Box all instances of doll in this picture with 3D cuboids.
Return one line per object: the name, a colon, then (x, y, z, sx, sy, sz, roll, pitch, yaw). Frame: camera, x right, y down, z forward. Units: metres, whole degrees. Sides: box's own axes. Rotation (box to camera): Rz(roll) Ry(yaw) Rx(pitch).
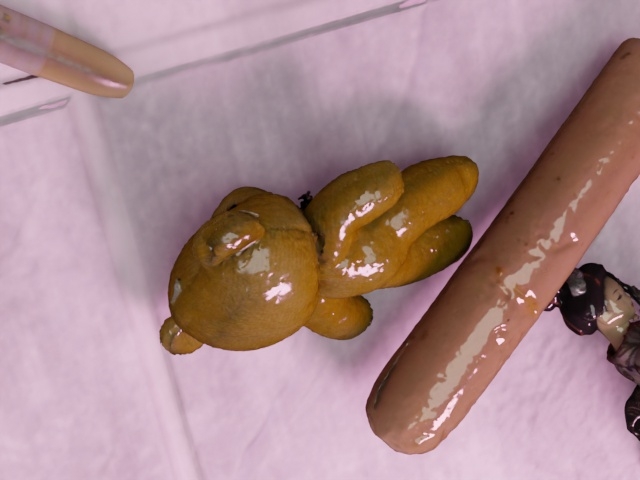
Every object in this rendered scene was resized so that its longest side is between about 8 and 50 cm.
doll: (0.000, 0.000, 0.855, 0.209, 0.097, 0.137, -16, 144, -30)

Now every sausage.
sausage: (0.129, 0.005, 0.885, 0.066, 0.066, 0.301, 36, 87, -25)

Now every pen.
pen: (-0.207, -0.129, 0.764, 0.233, 0.032, 0.040, 20, 76, -25)

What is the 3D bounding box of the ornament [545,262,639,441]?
ornament: (0.234, 0.068, 0.926, 0.196, 0.166, 0.153, 42, 89, -10)
